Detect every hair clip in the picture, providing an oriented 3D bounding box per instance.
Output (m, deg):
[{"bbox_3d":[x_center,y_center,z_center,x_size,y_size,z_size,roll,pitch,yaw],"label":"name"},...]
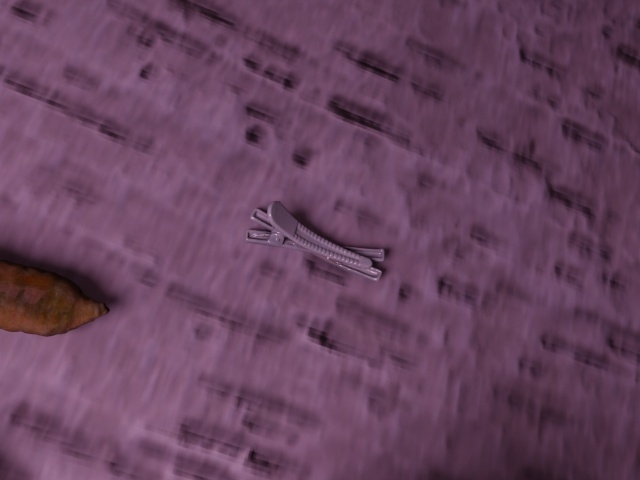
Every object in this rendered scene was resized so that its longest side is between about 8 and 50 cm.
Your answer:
[{"bbox_3d":[0.000,0.001,0.678,0.115,0.039,0.030,20,67,-14],"label":"hair clip"}]

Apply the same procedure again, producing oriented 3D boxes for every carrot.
[{"bbox_3d":[-0.307,0.011,0.545,0.342,0.070,0.070,18,62,-15],"label":"carrot"}]
